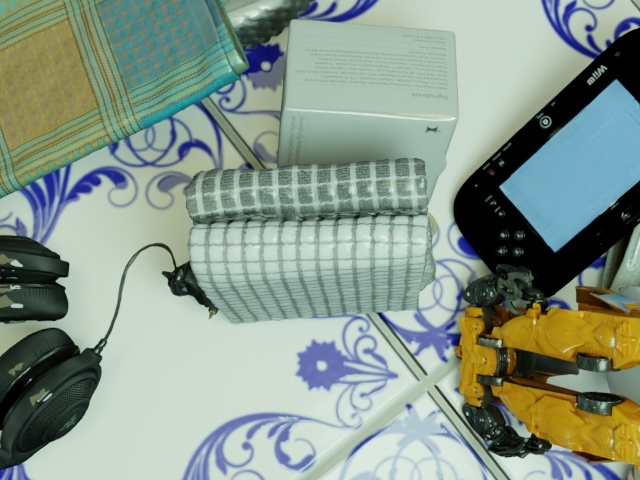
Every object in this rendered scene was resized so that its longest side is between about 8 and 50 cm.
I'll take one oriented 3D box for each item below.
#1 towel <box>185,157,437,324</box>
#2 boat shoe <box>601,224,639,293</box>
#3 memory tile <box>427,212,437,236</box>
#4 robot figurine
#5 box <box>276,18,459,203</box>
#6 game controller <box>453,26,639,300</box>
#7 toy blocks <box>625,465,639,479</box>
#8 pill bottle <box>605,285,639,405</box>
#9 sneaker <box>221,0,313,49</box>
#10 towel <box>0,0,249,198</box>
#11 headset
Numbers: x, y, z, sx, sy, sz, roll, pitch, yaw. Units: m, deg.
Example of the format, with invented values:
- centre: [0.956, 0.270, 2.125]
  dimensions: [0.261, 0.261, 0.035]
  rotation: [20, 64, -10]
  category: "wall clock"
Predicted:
- centre: [0.000, 0.000, 1.098]
  dimensions: [0.235, 0.284, 0.121]
  rotation: [-4, 76, 4]
  category: "towel"
- centre: [0.378, -0.077, 1.224]
  dimensions: [0.103, 0.118, 0.320]
  rotation: [4, 88, -7]
  category: "boat shoe"
- centre: [0.052, -0.021, 1.245]
  dimensions: [0.148, 0.012, 0.113]
  rotation: [37, 81, 3]
  category: "memory tile"
- centre: [0.246, 0.134, 1.113]
  dimensions: [0.085, 0.291, 0.211]
  rotation: [-1, 94, -29]
  category: "robot figurine"
- centre: [0.046, -0.134, 1.165]
  dimensions: [0.182, 0.181, 0.119]
  rotation: [4, 61, -4]
  category: "box"
- centre: [0.294, -0.080, 1.173]
  dimensions: [0.319, 0.067, 0.166]
  rotation: [-44, 81, 22]
  category: "game controller"
- centre: [0.324, 0.400, 1.084]
  dimensions: [0.288, 0.309, 0.260]
  rotation: [-21, 126, -14]
  category: "toy blocks"
- centre: [0.461, 0.121, 1.127]
  dimensions: [0.283, 0.161, 0.161]
  rotation: [3, 81, -7]
  category: "pill bottle"
- centre: [-0.132, -0.274, 1.224]
  dimensions: [0.281, 0.105, 0.115]
  rotation: [-22, 84, -6]
  category: "sneaker"
- centre: [-0.287, -0.219, 1.183]
  dimensions: [0.370, 0.040, 0.271]
  rotation: [-25, 74, 6]
  category: "towel"
- centre: [-0.307, 0.106, 1.162]
  dimensions: [0.394, 0.185, 0.243]
  rotation: [-22, 79, 9]
  category: "headset"
